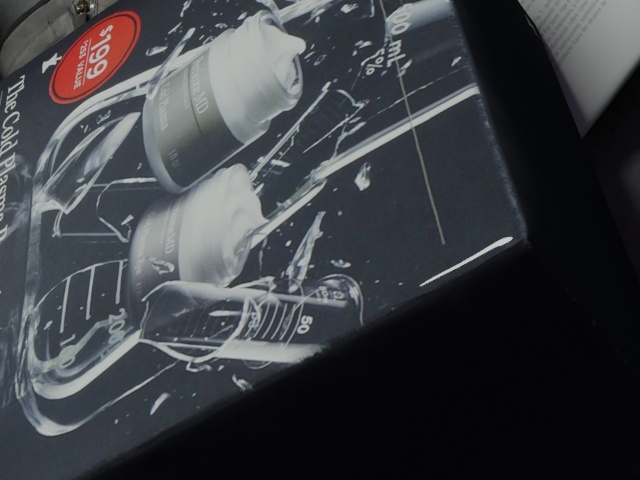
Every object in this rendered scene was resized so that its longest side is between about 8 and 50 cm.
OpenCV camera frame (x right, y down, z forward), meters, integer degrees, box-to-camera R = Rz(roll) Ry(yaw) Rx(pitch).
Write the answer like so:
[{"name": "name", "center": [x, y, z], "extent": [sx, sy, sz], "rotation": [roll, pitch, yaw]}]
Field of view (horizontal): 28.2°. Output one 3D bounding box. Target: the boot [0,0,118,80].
[{"name": "boot", "center": [-0.215, -0.062, 0.966], "extent": [0.338, 0.118, 0.223], "rotation": [-28, 56, 5]}]

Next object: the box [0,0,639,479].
[{"name": "box", "center": [-0.024, 0.002, 0.665], "extent": [0.312, 0.179, 0.343], "rotation": [-29, 41, 18]}]

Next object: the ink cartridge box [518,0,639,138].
[{"name": "ink cartridge box", "center": [0.147, -0.237, 0.791], "extent": [0.239, 0.060, 0.275], "rotation": [39, 110, 9]}]
